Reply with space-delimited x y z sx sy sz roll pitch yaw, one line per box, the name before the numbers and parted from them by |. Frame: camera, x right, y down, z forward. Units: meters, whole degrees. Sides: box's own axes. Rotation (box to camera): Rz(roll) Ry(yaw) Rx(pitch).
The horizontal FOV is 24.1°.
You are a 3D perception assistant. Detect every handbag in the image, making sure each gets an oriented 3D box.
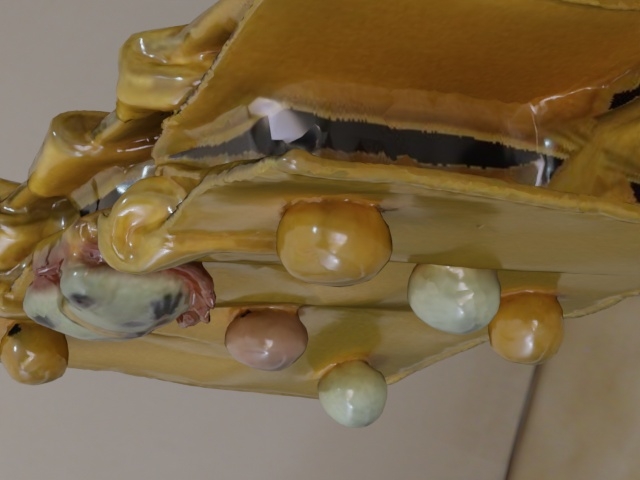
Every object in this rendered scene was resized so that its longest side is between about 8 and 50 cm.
handbag | 0.000 0.000 0.654 0.401 0.283 0.133 -22 66 57
